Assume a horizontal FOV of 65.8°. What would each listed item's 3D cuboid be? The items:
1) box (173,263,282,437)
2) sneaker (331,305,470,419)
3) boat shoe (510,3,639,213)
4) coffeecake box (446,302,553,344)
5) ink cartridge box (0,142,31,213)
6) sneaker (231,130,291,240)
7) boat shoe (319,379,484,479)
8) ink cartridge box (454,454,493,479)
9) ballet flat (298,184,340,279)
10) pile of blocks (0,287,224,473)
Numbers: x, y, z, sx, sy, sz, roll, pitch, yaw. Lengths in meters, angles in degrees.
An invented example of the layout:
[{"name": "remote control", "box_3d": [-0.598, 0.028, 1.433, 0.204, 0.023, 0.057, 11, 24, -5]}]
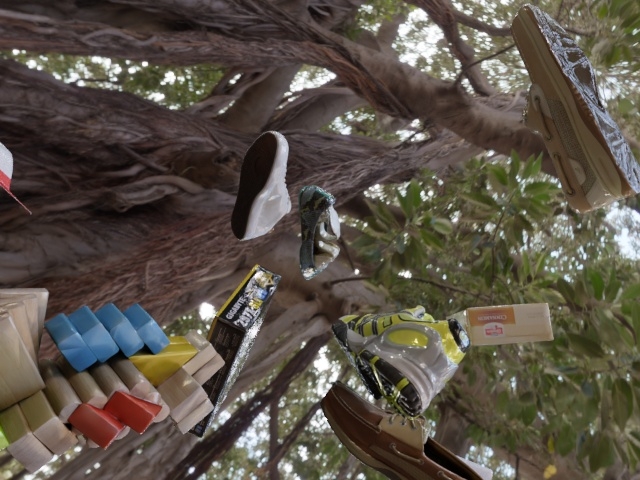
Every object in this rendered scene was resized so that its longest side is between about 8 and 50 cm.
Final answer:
[{"name": "box", "box_3d": [-0.207, 0.245, 1.135, 0.079, 0.257, 0.321, 26, -65, 3]}, {"name": "sneaker", "box_3d": [0.128, 0.187, 0.850, 0.147, 0.385, 0.145, -34, -82, -11]}, {"name": "boat shoe", "box_3d": [0.331, -0.184, 0.692, 0.098, 0.109, 0.302, -32, -101, 49]}, {"name": "coffeecake box", "box_3d": [0.333, 0.166, 0.947, 0.143, 0.185, 0.068, -4, -103, 1]}, {"name": "ink cartridge box", "box_3d": [-0.527, -0.159, 0.746, 0.225, 0.056, 0.181, 34, -21, 21]}, {"name": "sneaker", "box_3d": [-0.115, -0.126, 1.129, 0.105, 0.123, 0.290, 55, -43, 29]}, {"name": "boat shoe", "box_3d": [0.151, 0.361, 0.887, 0.324, 0.122, 0.119, 39, -77, 10]}, {"name": "ink cartridge box", "box_3d": [0.202, 0.516, 1.220, 0.307, 0.072, 0.304, 26, -20, -16]}, {"name": "ballet flat", "box_3d": [0.000, 0.000, 0.791, 0.070, 0.070, 0.188, 19, -42, 22]}, {"name": "pile of blocks", "box_3d": [-0.227, 0.130, 0.445, 0.113, 0.362, 0.148, 26, -72, 42]}]
